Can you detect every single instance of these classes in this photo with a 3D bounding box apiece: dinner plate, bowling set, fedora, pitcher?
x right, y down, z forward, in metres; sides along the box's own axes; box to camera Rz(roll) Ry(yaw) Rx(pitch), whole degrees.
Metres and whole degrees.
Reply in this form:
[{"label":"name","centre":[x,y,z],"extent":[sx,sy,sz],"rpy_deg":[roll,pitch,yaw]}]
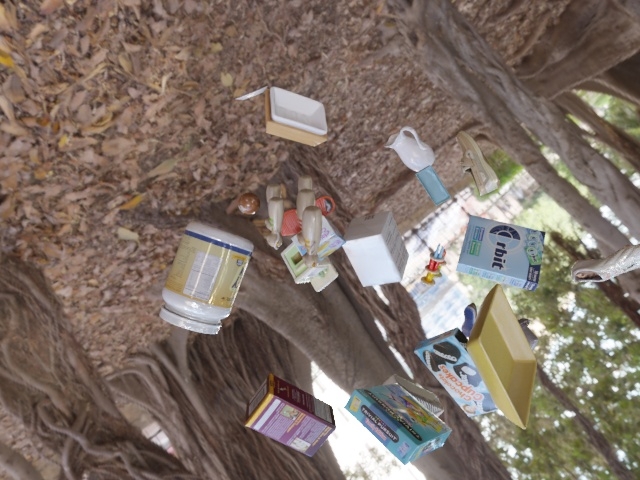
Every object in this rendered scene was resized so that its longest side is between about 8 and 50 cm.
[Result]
[{"label":"dinner plate","centre":[-0.272,-0.583,1.833],"extent":[0.141,0.017,0.141],"rpy_deg":[-18,-160,7]},{"label":"bowling set","centre":[-0.103,-0.055,1.161],"extent":[0.287,0.200,0.154],"rpy_deg":[-98,-171,-63]},{"label":"fedora","centre":[0.822,0.463,1.974],"extent":[0.275,0.124,0.244],"rpy_deg":[-42,148,3]},{"label":"pitcher","centre":[0.402,-0.397,1.985],"extent":[0.125,0.207,0.178],"rpy_deg":[-58,-172,-19]}]

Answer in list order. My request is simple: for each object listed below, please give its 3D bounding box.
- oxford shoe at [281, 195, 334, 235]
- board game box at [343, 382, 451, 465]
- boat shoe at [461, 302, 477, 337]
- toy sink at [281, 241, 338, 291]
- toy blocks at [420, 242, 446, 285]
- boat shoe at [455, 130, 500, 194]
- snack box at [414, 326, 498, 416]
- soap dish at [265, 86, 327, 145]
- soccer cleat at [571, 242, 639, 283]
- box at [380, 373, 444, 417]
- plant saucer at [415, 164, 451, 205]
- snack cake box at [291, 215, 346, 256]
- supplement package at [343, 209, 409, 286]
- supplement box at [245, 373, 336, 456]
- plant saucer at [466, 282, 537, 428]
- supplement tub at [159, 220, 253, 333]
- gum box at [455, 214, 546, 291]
[{"label":"oxford shoe","centre":[-0.071,-0.096,1.829],"extent":[0.271,0.097,0.098],"rpy_deg":[-22,-167,1]},{"label":"board game box","centre":[0.266,0.595,1.536],"extent":[0.336,0.254,0.079],"rpy_deg":[21,102,-56]},{"label":"boat shoe","centre":[0.671,0.355,2.040],"extent":[0.066,0.066,0.183],"rpy_deg":[-39,136,-38]},{"label":"toy sink","centre":[-0.055,0.112,2.158],"extent":[0.153,0.234,0.131],"rpy_deg":[-41,158,29]},{"label":"toy blocks","centre":[0.399,0.067,1.567],"extent":[0.123,0.054,0.148],"rpy_deg":[-32,141,-51]},{"label":"boat shoe","centre":[0.623,-0.322,1.895],"extent":[0.098,0.302,0.109],"rpy_deg":[-29,156,12]},{"label":"snack box","centre":[0.507,0.470,1.633],"extent":[0.187,0.322,0.060],"rpy_deg":[-38,-177,43]},{"label":"soap dish","centre":[-0.119,-0.556,2.088],"extent":[0.291,0.229,0.118],"rpy_deg":[11,142,-25]},{"label":"soccer cleat","centre":[0.733,0.065,1.156],"extent":[0.196,0.068,0.076],"rpy_deg":[-26,-162,45]},{"label":"box","centre":[0.380,0.671,1.936],"extent":[0.113,0.275,0.094],"rpy_deg":[-51,-153,17]},{"label":"plant saucer","centre":[0.434,-0.213,1.773],"extent":[0.067,0.192,0.018],"rpy_deg":[-30,-142,18]},{"label":"snack cake box","centre":[0.000,0.000,1.831],"extent":[0.152,0.089,0.264],"rpy_deg":[-34,166,7]},{"label":"supplement package","centre":[0.256,0.039,2.099],"extent":[0.199,0.263,0.198],"rpy_deg":[-12,-150,30]},{"label":"supplement box","centre":[-0.069,0.411,1.084],"extent":[0.104,0.188,0.081],"rpy_deg":[-54,-164,13]},{"label":"plant saucer","centre":[0.569,0.358,1.462],"extent":[0.081,0.333,0.333],"rpy_deg":[-22,-168,37]},{"label":"supplement tub","centre":[-0.367,0.118,1.476],"extent":[0.228,0.228,0.316],"rpy_deg":[41,68,-80]},{"label":"gum box","centre":[0.443,0.027,1.131],"extent":[0.041,0.184,0.157],"rpy_deg":[80,29,-54]}]
